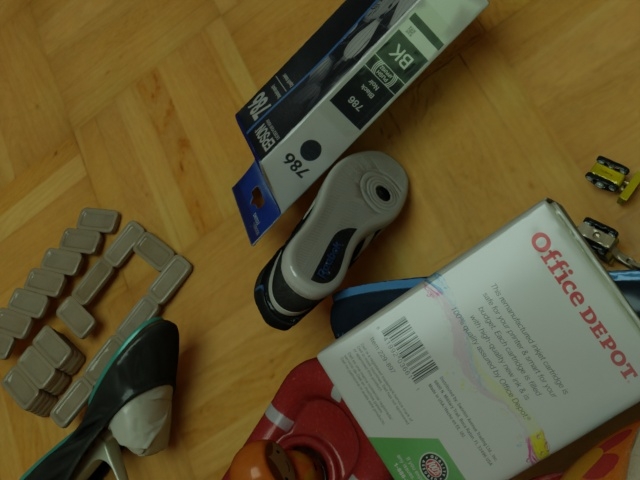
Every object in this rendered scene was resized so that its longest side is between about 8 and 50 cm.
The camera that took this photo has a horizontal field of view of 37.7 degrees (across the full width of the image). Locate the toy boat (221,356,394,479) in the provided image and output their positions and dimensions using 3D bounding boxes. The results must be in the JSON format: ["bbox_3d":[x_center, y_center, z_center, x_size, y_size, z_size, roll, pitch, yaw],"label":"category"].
[{"bbox_3d":[-0.026,0.213,0.850,0.151,0.151,0.231,33,91,32],"label":"toy boat"}]

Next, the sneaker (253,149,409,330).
[{"bbox_3d":[0.000,0.000,0.925,0.079,0.217,0.121,43,136,-2],"label":"sneaker"}]

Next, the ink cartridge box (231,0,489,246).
[{"bbox_3d":[0.010,-0.157,0.963,0.333,0.065,0.165,-47,27,8],"label":"ink cartridge box"}]

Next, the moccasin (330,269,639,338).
[{"bbox_3d":[0.159,0.086,0.800,0.341,0.137,0.117,-4,85,32],"label":"moccasin"}]

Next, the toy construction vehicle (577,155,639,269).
[{"bbox_3d":[0.272,-0.019,0.836,0.098,0.035,0.086,28,78,30],"label":"toy construction vehicle"}]

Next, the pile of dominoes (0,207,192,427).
[{"bbox_3d":[-0.281,0.086,1.116,0.196,0.040,0.251,35,84,33],"label":"pile of dominoes"}]

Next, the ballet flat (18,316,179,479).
[{"bbox_3d":[-0.218,0.211,1.001,0.096,0.095,0.280,45,108,22],"label":"ballet flat"}]

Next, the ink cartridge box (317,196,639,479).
[{"bbox_3d":[0.132,0.089,0.708,0.212,0.093,0.154,-36,80,17],"label":"ink cartridge box"}]

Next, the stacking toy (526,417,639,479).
[{"bbox_3d":[0.135,0.316,0.677,0.479,0.350,0.351,-24,63,37],"label":"stacking toy"}]
